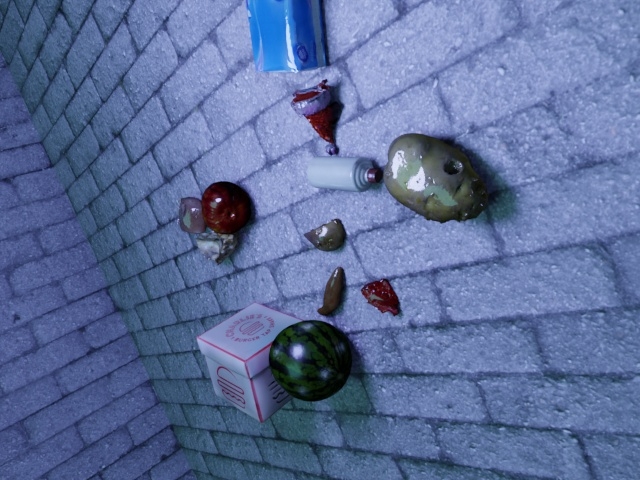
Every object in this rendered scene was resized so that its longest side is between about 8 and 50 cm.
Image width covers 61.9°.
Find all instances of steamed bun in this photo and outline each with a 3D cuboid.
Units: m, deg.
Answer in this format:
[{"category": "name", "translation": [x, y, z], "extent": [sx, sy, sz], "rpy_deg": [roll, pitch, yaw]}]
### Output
[{"category": "steamed bun", "translation": [-0.555, -0.110, 2.273], "extent": [0.175, 0.106, 0.144], "rpy_deg": [26, 120, 51]}]

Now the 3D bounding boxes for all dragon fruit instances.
[{"category": "dragon fruit", "translation": [0.188, 0.192, 1.694], "extent": [0.097, 0.063, 0.131], "rpy_deg": [-34, 84, 50]}]

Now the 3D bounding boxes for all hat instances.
[{"category": "hat", "translation": [0.007, -0.358, 1.588], "extent": [0.140, 0.129, 0.227], "rpy_deg": [-12, 120, 26]}]

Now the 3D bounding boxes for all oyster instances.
[{"category": "oyster", "translation": [-0.414, 0.010, 2.199], "extent": [0.341, 0.110, 0.166], "rpy_deg": [-34, 75, 52]}]

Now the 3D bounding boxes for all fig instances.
[{"category": "fig", "translation": [-0.366, -0.145, 2.040], "extent": [0.249, 0.186, 0.203], "rpy_deg": [-119, 11, -57]}]

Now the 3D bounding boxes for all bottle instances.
[{"category": "bottle", "translation": [0.077, -0.196, 1.577], "extent": [0.245, 0.104, 0.104], "rpy_deg": [10, 117, 43]}]

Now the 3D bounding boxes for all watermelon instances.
[{"category": "watermelon", "translation": [-0.032, 0.420, 1.882], "extent": [0.285, 0.285, 0.285], "rpy_deg": [23, 125, 37]}]

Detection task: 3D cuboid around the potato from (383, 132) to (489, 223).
[{"category": "potato", "translation": [0.288, -0.152, 1.355], "extent": [0.296, 0.141, 0.191], "rpy_deg": [38, 117, 28]}]

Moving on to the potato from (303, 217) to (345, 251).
[{"category": "potato", "translation": [0.000, 0.000, 1.771], "extent": [0.172, 0.089, 0.100], "rpy_deg": [-19, 98, 48]}]

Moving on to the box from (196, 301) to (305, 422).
[{"category": "box", "translation": [-0.245, 0.468, 2.103], "extent": [0.312, 0.314, 0.299], "rpy_deg": [12, 121, 43]}]

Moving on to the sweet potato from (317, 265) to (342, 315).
[{"category": "sweet potato", "translation": [0.036, 0.199, 1.865], "extent": [0.078, 0.058, 0.255], "rpy_deg": [56, 144, 34]}]

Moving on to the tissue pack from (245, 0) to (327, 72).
[{"category": "tissue pack", "translation": [-0.103, -0.619, 1.514], "extent": [0.198, 0.146, 0.263], "rpy_deg": [15, 120, 41]}]
